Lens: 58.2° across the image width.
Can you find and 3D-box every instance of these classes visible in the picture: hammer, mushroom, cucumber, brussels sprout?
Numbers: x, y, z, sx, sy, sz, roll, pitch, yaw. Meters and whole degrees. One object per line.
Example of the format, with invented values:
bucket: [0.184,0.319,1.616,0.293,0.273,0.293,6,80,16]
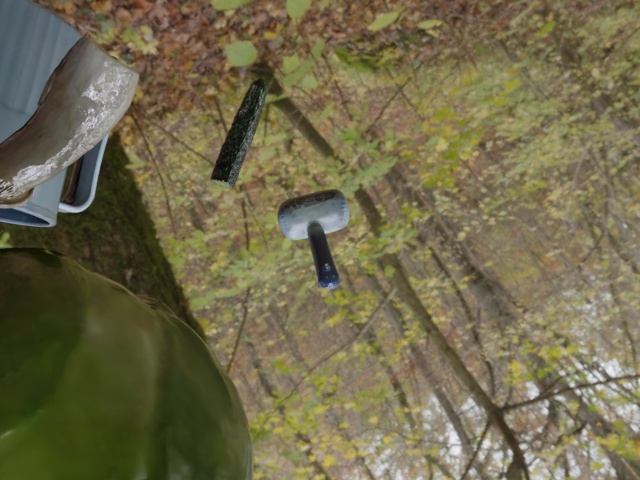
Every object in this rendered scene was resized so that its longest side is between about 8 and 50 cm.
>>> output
hammer: [0.000,0.000,0.877,0.116,0.194,0.070,-13,134,-2]
mushroom: [-0.285,-0.116,0.609,0.223,0.092,0.081,-43,164,14]
cucumber: [-0.196,-0.273,1.440,0.067,0.067,0.294,34,76,-77]
brussels sprout: [-0.218,0.160,0.431,0.276,0.371,0.315,9,115,-52]

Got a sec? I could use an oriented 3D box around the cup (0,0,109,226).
cup: [-0.492,-0.195,0.925,0.331,0.311,0.256,16,168,-35]
